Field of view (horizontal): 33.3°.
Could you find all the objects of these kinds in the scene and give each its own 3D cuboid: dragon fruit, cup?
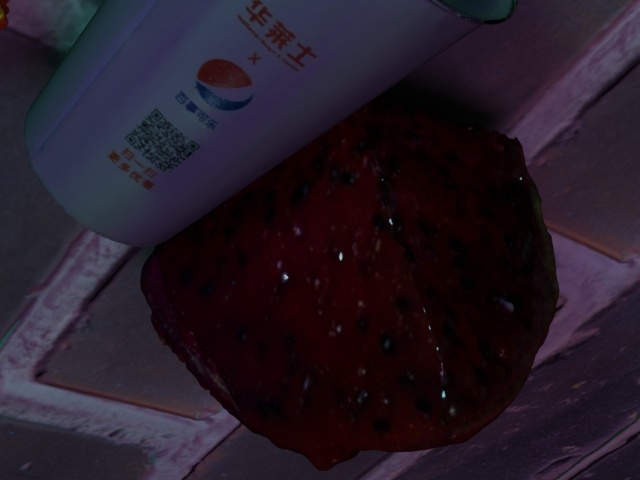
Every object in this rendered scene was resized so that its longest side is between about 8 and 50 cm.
[{"bbox_3d":[0.000,0.000,0.811,0.330,0.302,0.240,-5,113,33],"label":"dragon fruit"},{"bbox_3d":[-0.051,-0.127,0.661,0.203,0.203,0.288,24,131,-36],"label":"cup"}]

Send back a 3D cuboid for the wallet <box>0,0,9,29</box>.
[{"bbox_3d":[-0.318,-0.150,0.635,0.241,0.067,0.141,-17,144,8],"label":"wallet"}]
